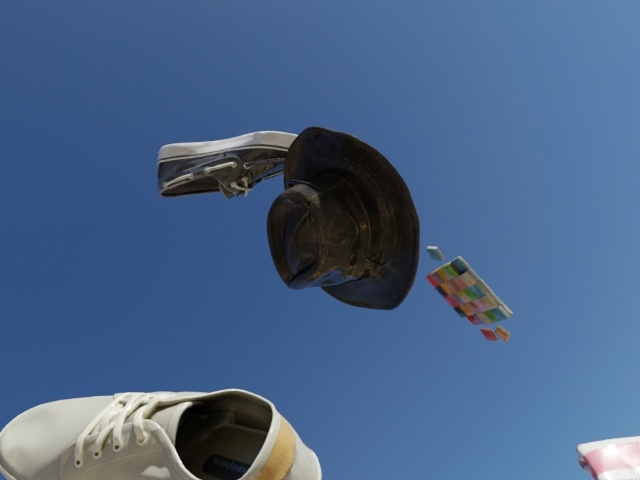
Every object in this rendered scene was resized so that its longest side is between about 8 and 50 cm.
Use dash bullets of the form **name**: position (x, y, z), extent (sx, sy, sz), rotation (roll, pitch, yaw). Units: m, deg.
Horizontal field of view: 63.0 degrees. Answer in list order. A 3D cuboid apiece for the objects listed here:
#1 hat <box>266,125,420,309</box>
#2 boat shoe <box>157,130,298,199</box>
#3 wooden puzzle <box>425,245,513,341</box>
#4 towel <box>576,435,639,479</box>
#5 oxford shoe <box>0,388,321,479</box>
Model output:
- **hat**: position (0.000, 0.000, 0.806), extent (0.133, 0.331, 0.332), rotation (-31, -49, -33)
- **boat shoe**: position (-0.154, -0.124, 0.939), extent (0.300, 0.102, 0.108), rotation (-3, -17, 9)
- **wooden puzzle**: position (0.099, 0.037, 0.352), extent (0.006, 0.083, 0.049), rotation (-41, -5, -20)
- **towel**: position (0.231, 0.166, 0.244), extent (0.144, 0.197, 0.029), rotation (-6, -66, 3)
- **oxford shoe**: position (-0.217, 0.244, 0.643), extent (0.169, 0.448, 0.130), rotation (-63, -33, -50)
